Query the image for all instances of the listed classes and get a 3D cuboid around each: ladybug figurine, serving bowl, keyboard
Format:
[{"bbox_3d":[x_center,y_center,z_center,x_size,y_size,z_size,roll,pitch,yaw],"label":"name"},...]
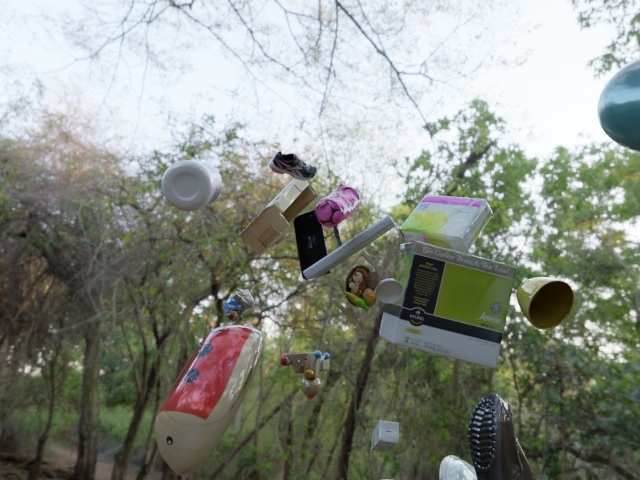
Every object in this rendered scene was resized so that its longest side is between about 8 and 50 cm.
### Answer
[{"bbox_3d":[-0.304,0.398,1.410,0.162,0.449,0.305,35,-46,-10],"label":"ladybug figurine"},{"bbox_3d":[0.204,0.146,1.543,0.083,0.027,0.083,-1,-61,-2],"label":"serving bowl"},{"bbox_3d":[0.000,0.000,2.067,0.201,0.317,0.033,-20,-36,14],"label":"keyboard"}]

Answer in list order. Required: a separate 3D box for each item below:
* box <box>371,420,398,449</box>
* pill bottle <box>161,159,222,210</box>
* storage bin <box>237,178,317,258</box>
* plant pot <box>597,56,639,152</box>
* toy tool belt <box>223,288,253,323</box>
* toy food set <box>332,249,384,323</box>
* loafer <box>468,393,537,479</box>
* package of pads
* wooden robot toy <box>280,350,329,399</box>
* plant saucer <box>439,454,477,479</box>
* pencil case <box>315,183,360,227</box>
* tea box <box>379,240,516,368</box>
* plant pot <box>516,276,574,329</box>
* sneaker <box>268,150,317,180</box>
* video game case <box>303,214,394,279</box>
[{"bbox_3d":[0.219,0.677,1.777,0.067,0.063,0.324,5,-27,2],"label":"box"},{"bbox_3d":[-0.475,-0.211,1.958,0.181,0.181,0.323,8,7,-4],"label":"pill bottle"},{"bbox_3d":[-0.164,-0.102,2.065,0.123,0.262,0.260,45,-50,-7],"label":"storage bin"},{"bbox_3d":[0.886,-0.360,1.354,0.293,0.293,0.235,14,6,-18],"label":"plant pot"},{"bbox_3d":[-0.183,0.138,1.087,0.051,0.052,0.083,6,-50,-51],"label":"toy tool belt"},{"bbox_3d":[0.121,0.130,1.476,0.038,0.192,0.132,1,-37,51],"label":"toy food set"},{"bbox_3d":[0.470,0.580,1.317,0.130,0.366,0.134,4,-14,-15],"label":"loafer"},{"bbox_3d":[0.481,-0.067,2.012,0.296,0.229,0.101,9,-40,47],"label":"package of pads"},{"bbox_3d":[-0.025,0.234,0.895,0.076,0.079,0.173,-5,-16,9],"label":"wooden robot toy"},{"bbox_3d":[0.554,0.928,1.771,0.100,0.400,0.400,-33,-39,22],"label":"plant saucer"},{"bbox_3d":[0.053,-0.111,1.606,0.095,0.098,0.209,-18,11,23],"label":"pencil case"},{"bbox_3d":[0.396,0.197,1.646,0.329,0.323,0.220,15,-4,-4],"label":"tea box"},{"bbox_3d":[0.557,0.147,1.320,0.134,0.134,0.095,16,12,-21],"label":"plant pot"},{"bbox_3d":[-0.088,-0.267,1.826,0.178,0.072,0.077,7,-44,-28],"label":"sneaker"},{"bbox_3d":[0.108,0.024,1.760,0.329,0.036,0.300,-35,-6,7],"label":"video game case"}]
